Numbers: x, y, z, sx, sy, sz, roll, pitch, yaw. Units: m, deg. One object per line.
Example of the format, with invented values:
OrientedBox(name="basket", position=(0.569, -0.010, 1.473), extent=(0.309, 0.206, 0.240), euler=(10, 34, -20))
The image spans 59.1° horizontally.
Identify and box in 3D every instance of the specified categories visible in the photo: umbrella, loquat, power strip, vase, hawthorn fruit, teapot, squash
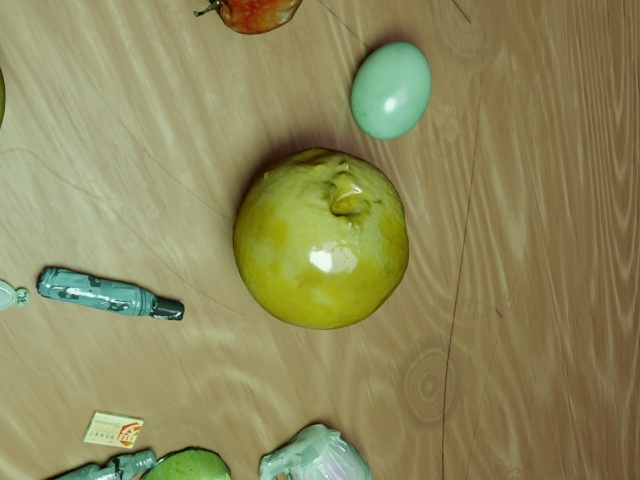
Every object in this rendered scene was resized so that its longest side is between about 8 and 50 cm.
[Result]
OrientedBox(name="umbrella", position=(-0.356, 0.097, 0.978), extent=(0.251, 0.052, 0.053), euler=(17, 61, -31))
OrientedBox(name="loquat", position=(0.000, 0.000, 0.998), extent=(0.329, 0.328, 0.328), euler=(-8, 108, -27))
OrientedBox(name="power strip", position=(-0.510, 0.091, 0.899), extent=(0.083, 0.035, 0.055), euler=(7, 100, -28))
OrientedBox(name="vase", position=(-0.408, 0.437, 1.040), extent=(0.212, 0.060, 0.059), euler=(-15, 111, -26))
OrientedBox(name="hawthorn fruit", position=(-0.120, -0.407, 0.909), extent=(0.194, 0.157, 0.156), euler=(-32, 117, -11))
OrientedBox(name="teapot", position=(-0.017, 0.501, 1.247), extent=(0.178, 0.222, 0.163), euler=(58, 35, -19))
OrientedBox(name="squash", position=(-0.256, 0.535, 1.120), extent=(0.220, 0.133, 0.220), euler=(-12, 111, -32))

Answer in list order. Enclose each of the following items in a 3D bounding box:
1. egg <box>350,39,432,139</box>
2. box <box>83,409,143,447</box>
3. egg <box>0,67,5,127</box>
OrientedBox(name="egg", position=(0.136, -0.288, 1.085), extent=(0.150, 0.149, 0.192), euler=(18, 95, -32))
OrientedBox(name="box", position=(-0.386, 0.353, 1.054), extent=(0.093, 0.015, 0.058), euler=(23, 90, -31))
OrientedBox(name="egg", position=(-0.551, -0.158, 0.655), extent=(0.351, 0.283, 0.282), euler=(-50, 125, -40))
